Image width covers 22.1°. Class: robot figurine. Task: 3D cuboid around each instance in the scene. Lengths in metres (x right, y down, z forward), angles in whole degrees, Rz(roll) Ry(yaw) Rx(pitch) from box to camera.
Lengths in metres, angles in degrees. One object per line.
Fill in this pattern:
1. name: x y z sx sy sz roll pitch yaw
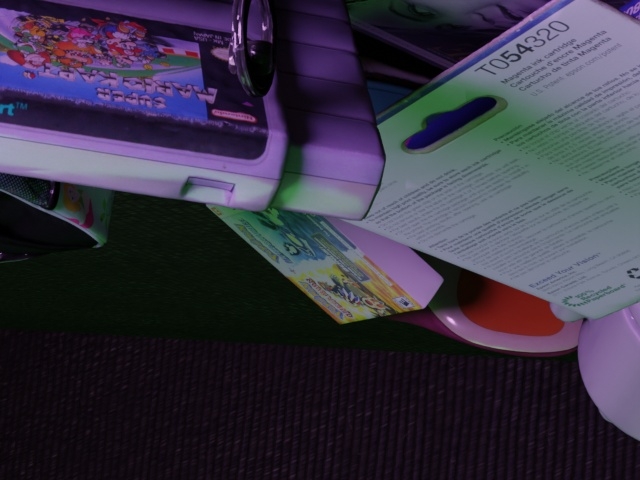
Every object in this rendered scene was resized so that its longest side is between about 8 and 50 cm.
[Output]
1. robot figurine: 0.369 0.076 1.595 0.299 0.200 0.353 14 151 0

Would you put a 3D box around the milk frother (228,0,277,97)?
1. milk frother: -0.093 -0.145 0.855 0.134 0.143 0.129 -3 175 33

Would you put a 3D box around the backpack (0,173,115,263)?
1. backpack: -0.271 -0.078 1.225 0.225 0.191 0.253 3 163 34

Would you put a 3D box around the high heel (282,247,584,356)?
1. high heel: 0.120 0.048 1.840 0.377 0.127 0.181 26 166 13

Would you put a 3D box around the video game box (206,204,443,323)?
1. video game box: 0.000 0.000 1.678 0.205 0.048 0.187 42 159 -15

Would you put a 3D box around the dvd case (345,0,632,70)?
1. dvd case: 0.128 -0.148 1.085 0.221 0.018 0.164 -2 168 40

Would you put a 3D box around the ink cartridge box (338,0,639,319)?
1. ink cartridge box: 0.182 -0.064 1.109 0.330 0.071 0.324 22 149 -30

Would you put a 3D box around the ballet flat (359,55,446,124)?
1. ballet flat: 0.129 -0.067 1.322 0.400 0.139 0.139 16 167 -28

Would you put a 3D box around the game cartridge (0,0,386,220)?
1. game cartridge: -0.148 -0.116 0.913 0.355 0.068 0.230 8 -149 -15
